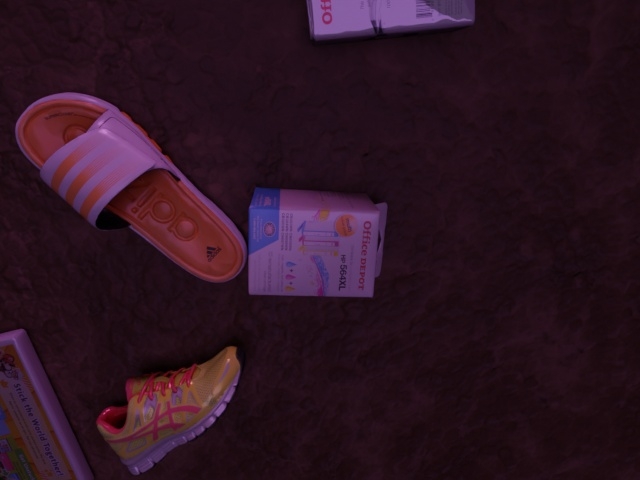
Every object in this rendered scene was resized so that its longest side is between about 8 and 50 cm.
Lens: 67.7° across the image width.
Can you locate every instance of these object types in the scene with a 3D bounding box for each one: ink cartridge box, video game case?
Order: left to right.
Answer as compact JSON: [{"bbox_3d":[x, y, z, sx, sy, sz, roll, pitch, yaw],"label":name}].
[{"bbox_3d":[-0.415,0.231,0.576,0.206,0.026,0.227,-13,107,1],"label":"video game case"},{"bbox_3d":[0.000,0.000,0.497,0.143,0.090,0.092,2,107,-4],"label":"ink cartridge box"},{"bbox_3d":[0.058,-0.245,0.438,0.150,0.063,0.109,-6,108,-1],"label":"ink cartridge box"}]

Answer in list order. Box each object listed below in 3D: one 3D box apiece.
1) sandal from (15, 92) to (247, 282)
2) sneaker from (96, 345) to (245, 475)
[{"bbox_3d":[-0.182,-0.045,0.478,0.265,0.076,0.102,39,101,-14],"label":"sandal"},{"bbox_3d":[-0.176,0.183,0.548,0.208,0.081,0.094,-40,103,9],"label":"sneaker"}]
